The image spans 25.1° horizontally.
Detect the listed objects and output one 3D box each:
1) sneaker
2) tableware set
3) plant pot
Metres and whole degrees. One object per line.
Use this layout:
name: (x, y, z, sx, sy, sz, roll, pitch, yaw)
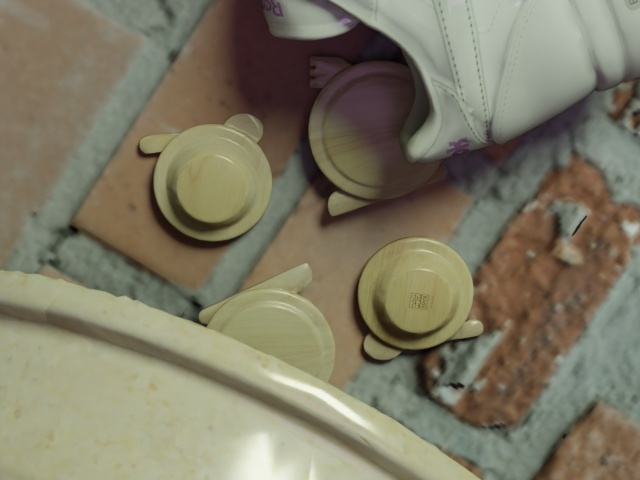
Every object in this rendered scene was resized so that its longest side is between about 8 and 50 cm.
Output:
sneaker: (0.016, -0.167, 0.572, 0.152, 0.114, 0.305, -31, 104, 6)
tableware set: (0.000, 0.000, 0.668, 0.141, 0.020, 0.168, -14, 104, 1)
plant pot: (-0.097, 0.231, 0.500, 0.334, 0.334, 0.305, 32, 60, -9)
